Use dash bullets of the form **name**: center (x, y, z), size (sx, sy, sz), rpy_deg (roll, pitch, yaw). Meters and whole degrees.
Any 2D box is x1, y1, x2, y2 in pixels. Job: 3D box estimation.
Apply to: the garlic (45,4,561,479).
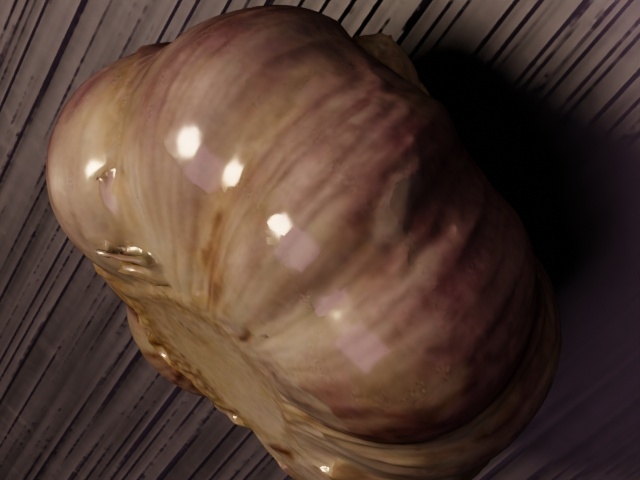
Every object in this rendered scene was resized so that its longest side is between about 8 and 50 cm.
- **garlic**: center (0.000, 0.000, 0.553), size (0.245, 0.160, 0.245), rpy_deg (31, 154, 18)
